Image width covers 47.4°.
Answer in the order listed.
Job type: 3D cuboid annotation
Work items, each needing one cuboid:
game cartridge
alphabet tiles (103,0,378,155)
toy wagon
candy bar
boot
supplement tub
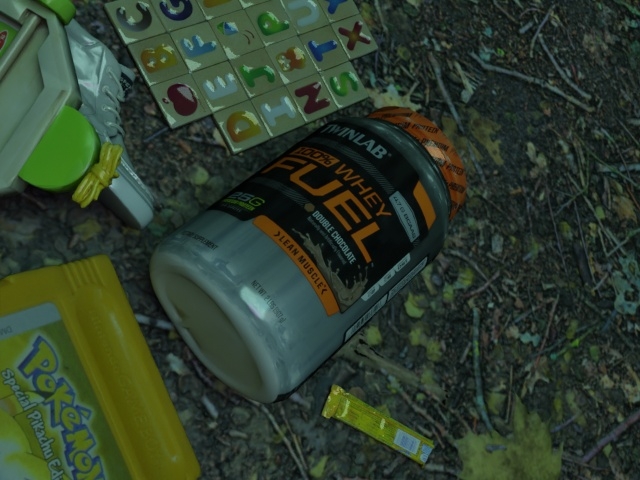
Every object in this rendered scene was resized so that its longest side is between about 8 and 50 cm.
[{"bbox_3d":[-0.251,0.169,0.635,0.323,0.052,0.286,-21,86,-61],"label":"game cartridge"},{"bbox_3d":[-0.088,-0.276,0.953,0.342,0.011,0.285,-28,90,-29],"label":"alphabet tiles"},{"bbox_3d":[-0.343,-0.137,0.695,0.344,0.068,0.267,31,83,0],"label":"toy wagon"},{"bbox_3d":[0.074,0.230,0.891,0.161,0.018,0.040,32,68,-16],"label":"candy bar"},{"bbox_3d":[-0.242,-0.141,0.789,0.123,0.095,0.258,-44,96,-22],"label":"boot"},{"bbox_3d":[0.000,0.000,0.810,0.338,0.207,0.207,-40,96,-29],"label":"supplement tub"}]
